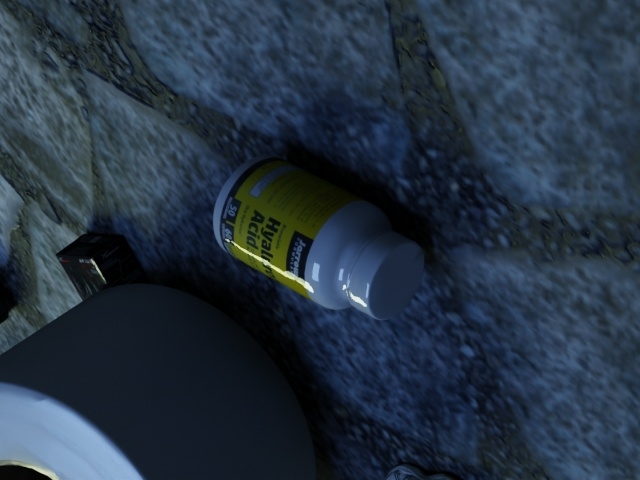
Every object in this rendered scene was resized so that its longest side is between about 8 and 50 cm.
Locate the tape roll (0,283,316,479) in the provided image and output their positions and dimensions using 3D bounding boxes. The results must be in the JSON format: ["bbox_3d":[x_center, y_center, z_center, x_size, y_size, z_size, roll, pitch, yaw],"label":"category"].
[{"bbox_3d":[-0.148,0.173,1.074,0.246,0.169,0.246,13,117,27],"label":"tape roll"}]

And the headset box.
[{"bbox_3d":[-0.158,0.038,1.159,0.062,0.032,0.083,4,126,53],"label":"headset box"}]

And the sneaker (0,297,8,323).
[{"bbox_3d":[-0.344,0.022,1.343,0.147,0.104,0.295,44,157,9],"label":"sneaker"}]

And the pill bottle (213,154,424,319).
[{"bbox_3d":[0.000,0.000,0.854,0.116,0.065,0.065,27,144,35],"label":"pill bottle"}]

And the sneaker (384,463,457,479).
[{"bbox_3d":[0.060,0.170,0.998,0.032,0.037,0.083,56,153,-13],"label":"sneaker"}]
